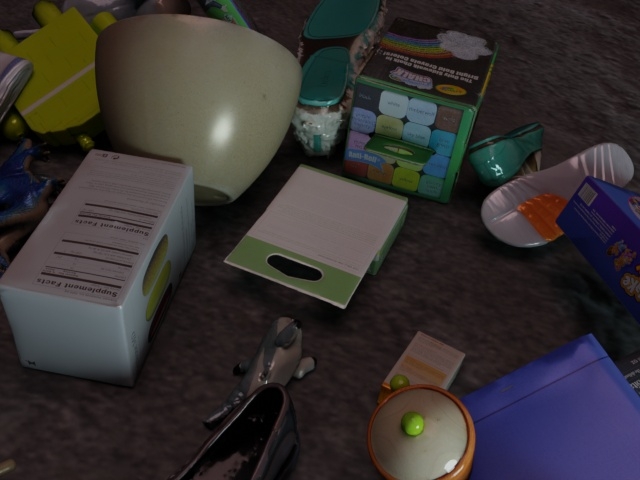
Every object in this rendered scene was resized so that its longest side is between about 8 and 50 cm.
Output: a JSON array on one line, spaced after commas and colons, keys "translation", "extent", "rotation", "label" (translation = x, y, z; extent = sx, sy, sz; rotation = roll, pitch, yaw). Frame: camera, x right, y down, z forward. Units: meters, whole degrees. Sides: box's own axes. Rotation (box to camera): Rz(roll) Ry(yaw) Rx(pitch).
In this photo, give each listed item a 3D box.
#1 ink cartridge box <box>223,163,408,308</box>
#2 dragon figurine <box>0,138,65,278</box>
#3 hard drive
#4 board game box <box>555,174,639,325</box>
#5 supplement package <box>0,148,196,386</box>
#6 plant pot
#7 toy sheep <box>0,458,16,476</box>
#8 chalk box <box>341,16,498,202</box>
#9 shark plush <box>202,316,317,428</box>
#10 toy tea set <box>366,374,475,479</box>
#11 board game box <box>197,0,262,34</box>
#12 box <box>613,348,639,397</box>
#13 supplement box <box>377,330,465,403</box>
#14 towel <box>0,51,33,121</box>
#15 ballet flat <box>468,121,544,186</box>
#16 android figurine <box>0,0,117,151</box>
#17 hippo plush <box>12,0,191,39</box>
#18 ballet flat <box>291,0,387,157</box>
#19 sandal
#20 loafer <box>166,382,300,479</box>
[{"translation": [0.000, 0.000, 0.974], "extent": [0.171, 0.056, 0.235], "rotation": [20, 46, 14], "label": "ink cartridge box"}, {"translation": [-0.421, -0.064, 0.961], "extent": [0.144, 0.085, 0.289], "rotation": [-17, 48, -25], "label": "dragon figurine"}, {"translation": [0.243, 0.261, 0.651], "extent": [0.210, 0.040, 0.318], "rotation": [-27, 52, 0], "label": "hard drive"}, {"translation": [0.461, 0.072, 0.854], "extent": [0.233, 0.078, 0.347], "rotation": [15, 30, -23], "label": "board game box"}, {"translation": [-0.245, 0.025, 0.847], "extent": [0.134, 0.139, 0.244], "rotation": [10, 43, 4], "label": "supplement package"}, {"translation": [-0.173, -0.154, 0.997], "extent": [0.284, 0.284, 0.191], "rotation": [5, 80, -3], "label": "plant pot"}, {"translation": [-0.340, 0.228, 0.650], "extent": [0.091, 0.091, 0.132], "rotation": [37, 44, 29], "label": "toy sheep"}, {"translation": [0.145, -0.187, 1.112], "extent": [0.180, 0.179, 0.289], "rotation": [18, 44, 10], "label": "chalk box"}, {"translation": [-0.069, 0.153, 0.818], "extent": [0.067, 0.073, 0.161], "rotation": [15, 60, 38], "label": "shark plush"}, {"translation": [0.135, 0.255, 0.588], "extent": [0.336, 0.124, 0.200], "rotation": [25, 68, 32], "label": "toy tea set"}, {"translation": [-0.153, -0.380, 1.201], "extent": [0.046, 0.317, 0.213], "rotation": [-32, 46, 7], "label": "board game box"}, {"translation": [0.357, 0.206, 0.766], "extent": [0.156, 0.093, 0.158], "rotation": [-18, 49, -26], "label": "box"}, {"translation": [0.115, 0.157, 0.827], "extent": [0.062, 0.036, 0.098], "rotation": [26, 45, 20], "label": "supplement box"}, {"translation": [-0.595, -0.225, 1.093], "extent": [0.285, 0.034, 0.209], "rotation": [20, 70, 15], "label": "towel"}, {"translation": [0.299, -0.127, 1.134], "extent": [0.247, 0.083, 0.087], "rotation": [-25, 93, -55], "label": "ballet flat"}, {"translation": [-0.398, -0.252, 1.125], "extent": [0.248, 0.056, 0.273], "rotation": [-39, 70, -9], "label": "android figurine"}, {"translation": [-0.321, -0.396, 1.288], "extent": [0.234, 0.294, 0.236], "rotation": [44, 21, -1], "label": "hippo plush"}, {"translation": [0.024, -0.293, 1.241], "extent": [0.147, 0.147, 0.409], "rotation": [13, 49, 7], "label": "ballet flat"}, {"translation": [0.346, -0.058, 1.069], "extent": [0.265, 0.076, 0.102], "rotation": [-24, 79, -18], "label": "sandal"}, {"translation": [-0.118, 0.246, 0.650], "extent": [0.109, 0.095, 0.302], "rotation": [24, 44, 18], "label": "loafer"}]
